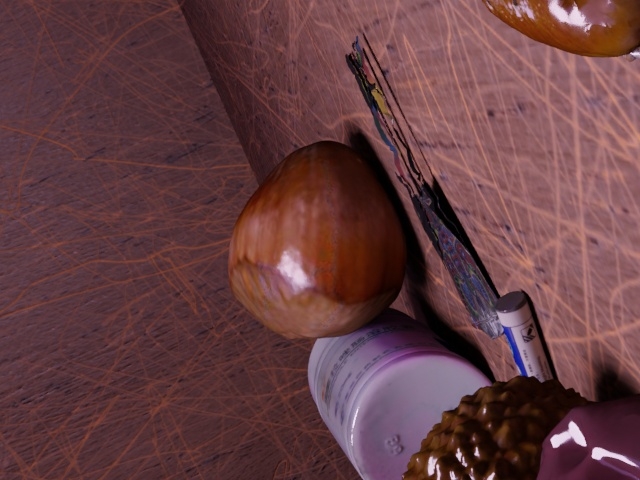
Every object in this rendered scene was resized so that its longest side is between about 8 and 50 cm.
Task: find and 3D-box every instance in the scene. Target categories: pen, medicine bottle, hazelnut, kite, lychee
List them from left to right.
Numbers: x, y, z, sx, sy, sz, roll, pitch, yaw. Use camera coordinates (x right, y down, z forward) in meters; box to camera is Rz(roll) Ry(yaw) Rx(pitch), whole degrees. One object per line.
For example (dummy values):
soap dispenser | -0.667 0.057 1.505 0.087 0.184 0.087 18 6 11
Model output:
hazelnut | 0.000 0.000 1.361 0.214 0.176 0.214 -38 46 54
medicine bottle | 0.078 0.159 1.355 0.254 0.152 0.152 -142 28 -76
kite | 0.083 -0.044 1.150 0.152 0.015 0.285 108 137 -81
lychee | 0.133 0.202 0.863 0.200 0.200 0.238 -129 37 -68
pen | 0.172 0.128 1.018 0.025 0.025 0.204 -127 14 -65

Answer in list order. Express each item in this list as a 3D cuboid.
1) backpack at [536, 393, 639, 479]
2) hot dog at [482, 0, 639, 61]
backpack | 0.172 0.194 0.479 0.283 0.197 0.317 -122 18 -54
hot dog | 0.069 -0.157 0.526 0.268 0.075 0.144 -127 16 -54
